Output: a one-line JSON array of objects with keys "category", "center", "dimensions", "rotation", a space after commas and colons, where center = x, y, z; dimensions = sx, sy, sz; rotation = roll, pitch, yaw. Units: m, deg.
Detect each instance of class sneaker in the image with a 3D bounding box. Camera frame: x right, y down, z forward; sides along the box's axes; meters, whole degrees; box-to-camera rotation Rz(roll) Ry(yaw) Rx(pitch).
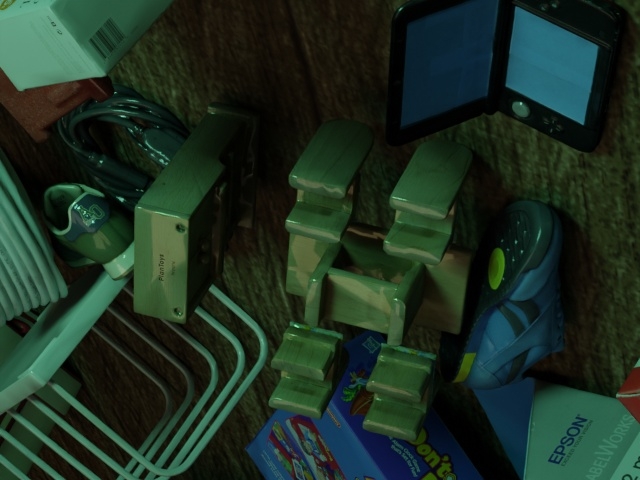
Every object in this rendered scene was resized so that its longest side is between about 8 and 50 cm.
[{"category": "sneaker", "center": [0.155, 0.041, 1.439], "dimensions": [0.082, 0.069, 0.209], "rotation": [5, 142, -12]}, {"category": "sneaker", "center": [-0.216, -0.020, 1.727], "dimensions": [0.086, 0.064, 0.192], "rotation": [49, 167, -21]}]

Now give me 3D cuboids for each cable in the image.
[{"category": "cable", "center": [-0.145, -0.063, 1.643], "dimensions": [0.184, 0.047, 0.150], "rotation": [33, 156, 7]}, {"category": "cable", "center": [-0.326, -0.043, 1.741], "dimensions": [0.257, 0.089, 0.257], "rotation": [51, 166, 32]}]

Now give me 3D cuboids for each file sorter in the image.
[{"category": "file sorter", "center": [-0.198, 0.137, 1.829], "dimensions": [0.173, 0.193, 0.278], "rotation": [41, 151, -9]}]

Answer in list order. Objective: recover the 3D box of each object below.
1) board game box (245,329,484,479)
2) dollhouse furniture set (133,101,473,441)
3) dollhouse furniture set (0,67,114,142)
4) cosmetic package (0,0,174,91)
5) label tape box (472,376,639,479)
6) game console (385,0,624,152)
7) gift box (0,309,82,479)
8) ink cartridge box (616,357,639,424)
[{"category": "board game box", "center": [0.085, 0.273, 1.702], "dimensions": [0.347, 0.078, 0.233], "rotation": [55, 154, 10]}, {"category": "dollhouse furniture set", "center": [0.000, 0.000, 1.462], "dimensions": [0.242, 0.161, 0.212], "rotation": [13, 125, 12]}, {"category": "dollhouse furniture set", "center": [-0.228, -0.172, 1.411], "dimensions": [0.152, 0.201, 0.374], "rotation": [47, 149, -14]}, {"category": "cosmetic package", "center": [-0.108, -0.196, 1.202], "dimensions": [0.099, 0.239, 0.060], "rotation": [-6, 129, 51]}, {"category": "label tape box", "center": [0.271, 0.247, 1.531], "dimensions": [0.348, 0.115, 0.249], "rotation": [10, 141, 38]}, {"category": "game console", "center": [0.117, -0.103, 1.238], "dimensions": [0.124, 0.085, 0.144], "rotation": [29, 150, 18]}, {"category": "gift box", "center": [-0.433, 0.163, 2.075], "dimensions": [0.255, 0.258, 0.276], "rotation": [22, 167, 23]}, {"category": "ink cartridge box", "center": [0.274, 0.088, 1.179], "dimensions": [0.134, 0.231, 0.078], "rotation": [49, 149, -17]}]
